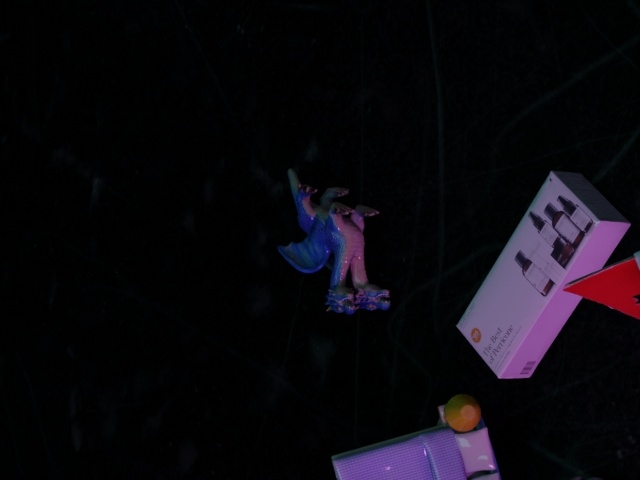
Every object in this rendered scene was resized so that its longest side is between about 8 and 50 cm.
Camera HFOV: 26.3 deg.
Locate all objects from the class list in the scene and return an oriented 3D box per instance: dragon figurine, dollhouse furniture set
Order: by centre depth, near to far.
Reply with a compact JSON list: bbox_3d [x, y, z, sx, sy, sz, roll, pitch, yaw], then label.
[{"bbox_3d":[0.097,0.349,1.563,0.198,0.286,0.303,143,115,-78],"label":"dollhouse furniture set"},{"bbox_3d":[0.000,0.000,1.915,0.289,0.085,0.144,35,114,46],"label":"dragon figurine"}]

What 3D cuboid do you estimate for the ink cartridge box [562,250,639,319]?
[{"bbox_3d":[0.395,0.070,1.174,0.272,0.309,0.130,-23,68,27],"label":"ink cartridge box"}]

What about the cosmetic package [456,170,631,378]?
[{"bbox_3d":[0.256,0.043,1.609,0.099,0.060,0.239,54,127,40],"label":"cosmetic package"}]

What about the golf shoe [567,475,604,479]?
[{"bbox_3d":[0.303,0.364,1.516,0.094,0.077,0.198,4,92,51],"label":"golf shoe"}]
